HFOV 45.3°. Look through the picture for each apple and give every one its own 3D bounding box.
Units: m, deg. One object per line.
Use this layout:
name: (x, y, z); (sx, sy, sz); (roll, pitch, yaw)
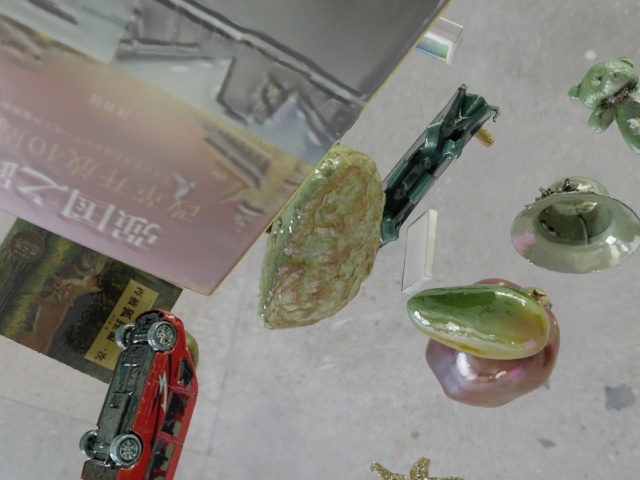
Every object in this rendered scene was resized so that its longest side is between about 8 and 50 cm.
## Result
apple: (0.399, 0.239, 1.783); (0.288, 0.288, 0.317); (47, 135, 10)

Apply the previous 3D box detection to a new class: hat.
hat: (0.526, -0.055, 1.585); (0.257, 0.257, 0.130); (5, 51, 11)

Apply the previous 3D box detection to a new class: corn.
corn: (0.277, -0.201, 1.371); (0.027, 0.028, 0.083); (-44, 82, 7)

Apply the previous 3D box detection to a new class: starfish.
starfish: (0.200, 0.504, 1.580); (0.209, 0.150, 0.053); (22, 131, 8)

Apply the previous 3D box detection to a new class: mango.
mango: (0.280, 0.146, 1.373); (0.250, 0.156, 0.114); (0, 58, 18)

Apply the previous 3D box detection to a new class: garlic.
garlic: (0.396, 0.136, 1.513); (0.084, 0.152, 0.066); (-23, 67, -32)

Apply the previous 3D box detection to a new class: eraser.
eraser: (0.200, 0.023, 1.544); (0.023, 0.104, 0.151); (15, 63, -15)

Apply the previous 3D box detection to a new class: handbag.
handbag: (0.160, -0.111, 1.268); (0.089, 0.238, 0.326); (41, 108, 2)

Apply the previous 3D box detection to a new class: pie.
pie: (0.000, 0.000, 0.936); (0.090, 0.201, 0.248); (31, 114, 30)

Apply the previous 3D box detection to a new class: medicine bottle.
medicine bottle: (0.228, -0.498, 1.807); (0.219, 0.115, 0.078); (27, 81, 11)

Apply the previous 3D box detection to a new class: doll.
doll: (0.404, -0.181, 1.004); (0.115, 0.077, 0.150); (-30, 63, -1)

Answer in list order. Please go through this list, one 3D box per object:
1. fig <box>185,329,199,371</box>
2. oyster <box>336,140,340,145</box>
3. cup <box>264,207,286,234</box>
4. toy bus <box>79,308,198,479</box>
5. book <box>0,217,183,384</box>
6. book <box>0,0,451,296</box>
fig: (-0.332, 0.251, 1.649); (0.152, 0.121, 0.136); (-28, 105, 24)
oyster: (0.005, -0.164, 1.212); (0.029, 0.086, 0.132); (-41, 39, -26)
cup: (-0.088, -0.106, 1.547); (0.155, 0.176, 0.131); (52, 127, 43)
toy bus: (-0.188, 0.175, 0.837); (0.081, 0.089, 0.195); (-9, 59, 44)
book: (-0.313, 0.076, 0.978); (0.228, 0.024, 0.160); (32, 89, -23)
book: (-0.104, -0.116, 0.459); (0.262, 0.028, 0.374); (25, 134, -19)
